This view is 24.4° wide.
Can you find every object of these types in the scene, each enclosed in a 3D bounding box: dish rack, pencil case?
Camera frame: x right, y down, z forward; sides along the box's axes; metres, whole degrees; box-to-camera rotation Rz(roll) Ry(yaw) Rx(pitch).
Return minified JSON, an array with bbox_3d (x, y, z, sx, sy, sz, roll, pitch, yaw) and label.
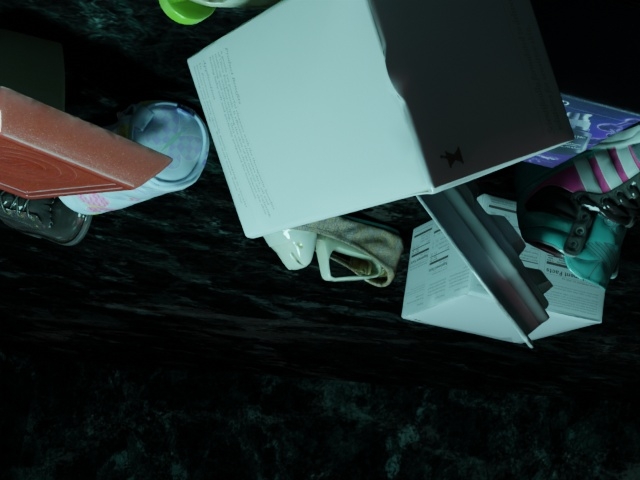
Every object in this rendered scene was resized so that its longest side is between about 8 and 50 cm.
[{"bbox_3d":[0.175,-0.025,1.754,0.072,0.285,0.333,-36,158,6],"label":"dish rack"},{"bbox_3d":[-0.253,-0.104,1.904,0.124,0.113,0.273,26,161,-26],"label":"pencil case"}]

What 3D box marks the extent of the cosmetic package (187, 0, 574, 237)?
[{"bbox_3d":[0.036,-0.127,1.300,0.155,0.196,0.365,-19,-176,-27],"label":"cosmetic package"}]

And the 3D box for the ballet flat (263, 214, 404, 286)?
[{"bbox_3d":[0.000,0.000,2.185,0.316,0.106,0.108,18,164,-33],"label":"ballet flat"}]

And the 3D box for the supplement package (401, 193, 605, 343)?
[{"bbox_3d":[0.264,0.048,2.127,0.204,0.145,0.262,13,167,-15],"label":"supplement package"}]

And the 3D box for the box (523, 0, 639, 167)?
[{"bbox_3d":[0.201,-0.156,1.392,0.153,0.108,0.207,13,167,-13],"label":"box"}]

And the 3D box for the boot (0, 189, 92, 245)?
[{"bbox_3d":[-0.498,-0.063,2.290,0.229,0.091,0.263,19,165,-39],"label":"boot"}]

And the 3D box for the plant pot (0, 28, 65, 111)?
[{"bbox_3d":[-0.343,-0.179,1.683,0.109,0.096,0.109,12,167,-14],"label":"plant pot"}]

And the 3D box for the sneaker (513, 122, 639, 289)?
[{"bbox_3d":[0.338,-0.035,1.654,0.296,0.178,0.124,-4,161,43],"label":"sneaker"}]

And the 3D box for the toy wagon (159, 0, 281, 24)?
[{"bbox_3d":[-0.145,-0.275,1.218,0.344,0.068,0.267,17,164,-27],"label":"toy wagon"}]

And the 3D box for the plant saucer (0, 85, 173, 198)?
[{"bbox_3d":[-0.348,-0.102,1.698,0.259,0.047,0.258,-2,163,42],"label":"plant saucer"}]
